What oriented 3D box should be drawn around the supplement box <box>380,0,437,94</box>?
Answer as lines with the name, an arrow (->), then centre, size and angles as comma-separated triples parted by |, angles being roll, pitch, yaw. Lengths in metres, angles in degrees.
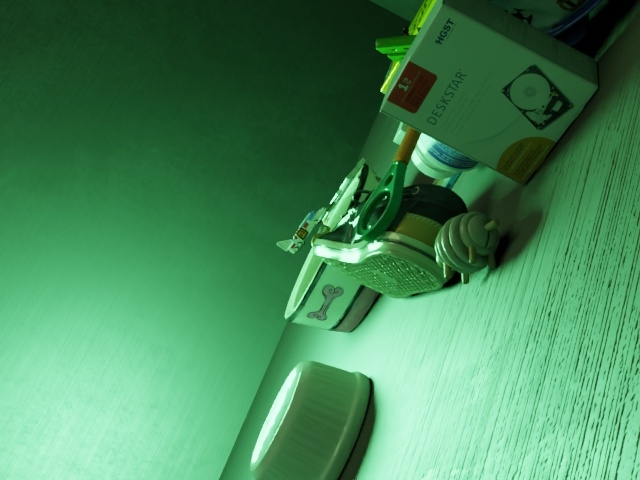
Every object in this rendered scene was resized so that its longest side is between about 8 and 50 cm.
supplement box -> 0.300, -0.444, 1.828 | 0.356, 0.195, 0.194 | -58, 7, 52

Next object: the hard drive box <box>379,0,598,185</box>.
hard drive box -> 0.227, -0.210, 1.184 | 0.181, 0.232, 0.089 | -60, 6, 38

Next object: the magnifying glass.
magnifying glass -> 0.116, -0.101, 1.382 | 0.092, 0.026, 0.231 | -16, 44, 63

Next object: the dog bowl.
dog bowl -> 0.071, 0.033, 2.021 | 0.408, 0.150, 0.408 | -63, 4, 8

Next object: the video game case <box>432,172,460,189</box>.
video game case -> 0.243, -0.110, 1.745 | 0.166, 0.015, 0.119 | -60, 6, 32

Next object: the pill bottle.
pill bottle -> 0.243, -0.206, 1.446 | 0.152, 0.152, 0.272 | -66, 6, -24

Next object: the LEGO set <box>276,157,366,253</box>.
LEGO set -> -0.004, -0.071, 1.925 | 0.244, 0.060, 0.182 | -52, -2, -34

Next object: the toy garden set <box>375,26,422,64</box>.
toy garden set -> 0.241, -0.369, 1.653 | 0.244, 0.203, 0.049 | 4, -94, -67

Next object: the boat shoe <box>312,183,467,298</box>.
boat shoe -> 0.121, -0.001, 1.541 | 0.156, 0.186, 0.500 | -63, 11, -12

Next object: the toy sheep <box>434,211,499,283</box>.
toy sheep -> 0.204, 0.005, 1.196 | 0.132, 0.091, 0.091 | -36, 25, 49

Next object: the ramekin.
ramekin -> -0.025, 0.341, 1.563 | 0.273, 0.127, 0.273 | -63, 5, 9

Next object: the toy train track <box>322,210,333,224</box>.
toy train track -> 0.021, -0.068, 2.109 | 0.083, 0.014, 0.048 | -57, 8, 47

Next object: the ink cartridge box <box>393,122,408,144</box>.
ink cartridge box -> 0.230, -0.232, 1.874 | 0.089, 0.122, 0.052 | -66, 6, -30

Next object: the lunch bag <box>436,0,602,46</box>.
lunch bag -> 0.324, -0.438, 1.250 | 0.385, 0.239, 0.328 | -43, 15, 34

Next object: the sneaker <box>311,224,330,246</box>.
sneaker -> 0.000, 0.000, 1.910 | 0.083, 0.031, 0.037 | -54, -11, -54
